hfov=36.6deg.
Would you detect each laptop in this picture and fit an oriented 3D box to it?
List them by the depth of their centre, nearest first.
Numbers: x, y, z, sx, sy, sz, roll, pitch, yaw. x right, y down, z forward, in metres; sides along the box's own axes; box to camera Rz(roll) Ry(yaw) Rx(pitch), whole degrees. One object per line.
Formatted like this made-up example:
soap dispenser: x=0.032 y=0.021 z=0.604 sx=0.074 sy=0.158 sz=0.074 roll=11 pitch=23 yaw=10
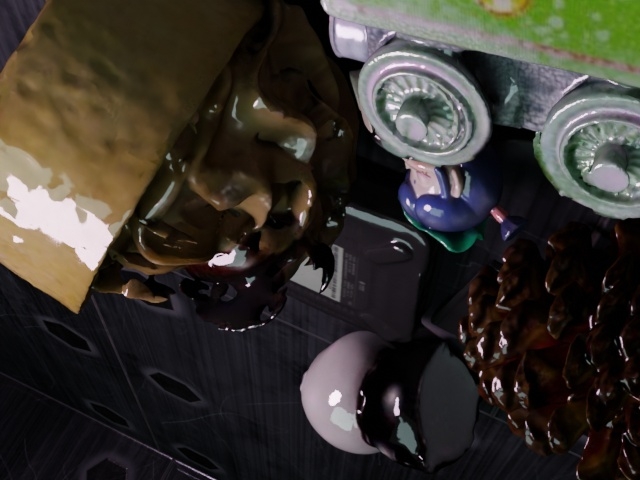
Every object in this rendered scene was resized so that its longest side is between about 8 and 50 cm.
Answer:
laptop: x=0.219 y=0.093 z=1.141 sx=0.135 sy=0.016 sz=0.197 roll=28 pitch=154 yaw=-1

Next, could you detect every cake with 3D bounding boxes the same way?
cake: x=-0.113 y=-0.061 z=0.852 sx=0.321 sy=0.332 sz=0.332 roll=31 pitch=154 yaw=-9

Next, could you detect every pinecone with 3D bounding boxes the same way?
pinecone: x=0.252 y=0.097 z=0.879 sx=0.246 sy=0.246 sz=0.292 roll=42 pitch=167 yaw=-26

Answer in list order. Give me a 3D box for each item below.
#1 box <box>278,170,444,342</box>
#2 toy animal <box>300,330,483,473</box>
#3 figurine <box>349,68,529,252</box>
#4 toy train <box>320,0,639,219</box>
box: x=0.000 y=0.000 z=1.123 sx=0.288 sy=0.073 sz=0.290 roll=23 pitch=153 yaw=11
toy animal: x=0.086 y=0.216 z=1.328 sx=0.235 sy=0.165 sz=0.187 roll=5 pitch=144 yaw=44
figurine: x=0.105 y=-0.073 z=0.841 sx=0.102 sy=0.111 sz=0.195 roll=-21 pitch=132 yaw=7
toy train: x=0.144 y=-0.160 z=0.598 sx=0.307 sy=0.173 sz=0.249 roll=18 pitch=144 yaw=22
